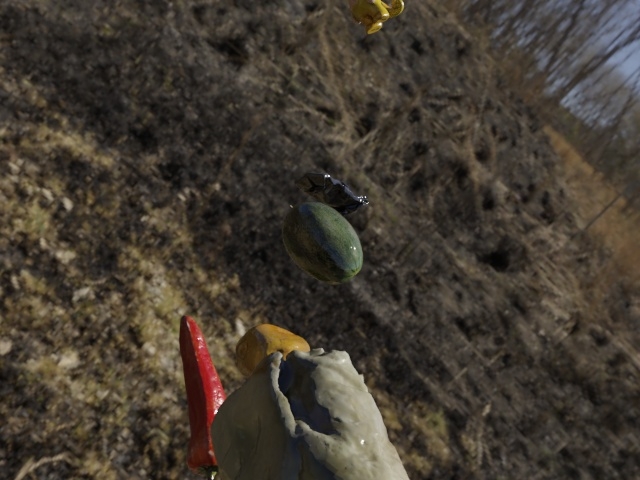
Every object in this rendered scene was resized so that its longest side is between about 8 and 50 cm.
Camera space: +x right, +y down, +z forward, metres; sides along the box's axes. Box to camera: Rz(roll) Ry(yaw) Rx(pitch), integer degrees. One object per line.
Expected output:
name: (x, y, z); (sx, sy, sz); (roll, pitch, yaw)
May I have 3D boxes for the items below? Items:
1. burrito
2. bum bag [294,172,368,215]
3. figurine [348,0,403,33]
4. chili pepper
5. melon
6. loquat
burrito: (0.007, 0.251, 0.780); (0.190, 0.135, 0.332); (-11, 33, -15)
bum bag: (0.021, -0.094, 1.621); (0.197, 0.087, 0.049); (30, 60, -53)
figurine: (0.056, -0.523, 1.534); (0.246, 0.131, 0.156); (61, -28, 4)
chili pepper: (-0.153, 0.228, 1.047); (0.071, 0.063, 0.272); (98, -18, -61)
melon: (0.000, 0.000, 1.325); (0.167, 0.114, 0.114); (50, 16, 14)
loquat: (-0.083, 0.206, 1.404); (0.137, 0.137, 0.113); (16, 73, -59)
